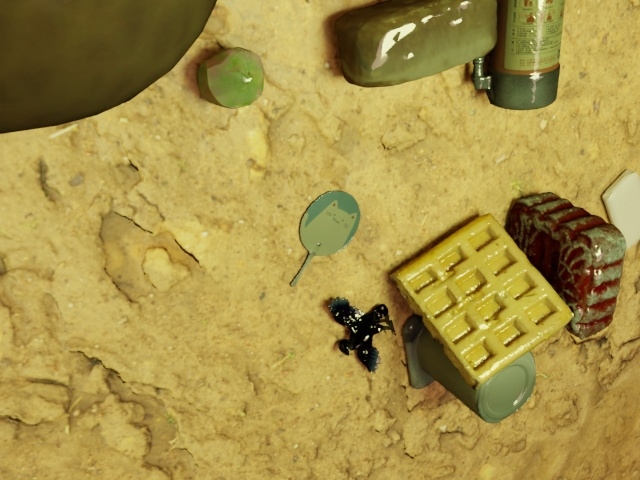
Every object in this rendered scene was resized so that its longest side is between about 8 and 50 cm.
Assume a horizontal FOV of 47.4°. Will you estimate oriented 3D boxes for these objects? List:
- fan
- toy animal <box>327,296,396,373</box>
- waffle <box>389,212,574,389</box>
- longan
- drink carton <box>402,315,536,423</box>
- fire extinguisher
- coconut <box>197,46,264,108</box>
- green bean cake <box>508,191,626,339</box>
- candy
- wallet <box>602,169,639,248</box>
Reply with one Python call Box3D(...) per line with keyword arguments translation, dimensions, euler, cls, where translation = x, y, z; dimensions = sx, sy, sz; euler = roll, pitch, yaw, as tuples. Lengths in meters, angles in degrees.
Box3D(translation=(0.000, 0.000, 1.167), dimensions=(0.113, 0.005, 0.175), euler=(28, 96, -40), cls="fan")
Box3D(translation=(0.077, 0.159, 1.276), dimensions=(0.108, 0.062, 0.220), euler=(-30, 130, 5), cls="toy animal")
Box3D(translation=(0.277, 0.097, 1.260), dimensions=(0.221, 0.248, 0.055), euler=(-32, 164, -14), cls="waffle")
Box3D(translation=(-0.272, -0.267, 0.642), dimensions=(0.405, 0.336, 0.404), euler=(-30, 164, -9), cls="longan")
Box3D(translation=(0.286, 0.217, 1.357), dimensions=(0.191, 0.190, 0.185), euler=(-25, 121, -22), cls="drink carton")
Box3D(translation=(0.289, -0.383, 1.088), dimensions=(0.200, 0.113, 0.376), euler=(-18, 123, -25), cls="fire extinguisher")
Box3D(translation=(-0.111, -0.208, 0.938), dimensions=(0.083, 0.081, 0.082), euler=(38, 78, -29), cls="coconut")
Box3D(translation=(0.435, 0.033, 1.327), dimensions=(0.097, 0.232, 0.198), euler=(-15, 125, -22), cls="green bean cake")
Box3D(translation=(0.137, -0.293, 1.032), dimensions=(0.234, 0.102, 0.104), euler=(-24, 126, -15), cls="candy")
Box3D(translation=(0.655, -0.064, 1.553), dimensions=(0.095, 0.033, 0.190), euler=(-44, 129, -5), cls="wallet")
